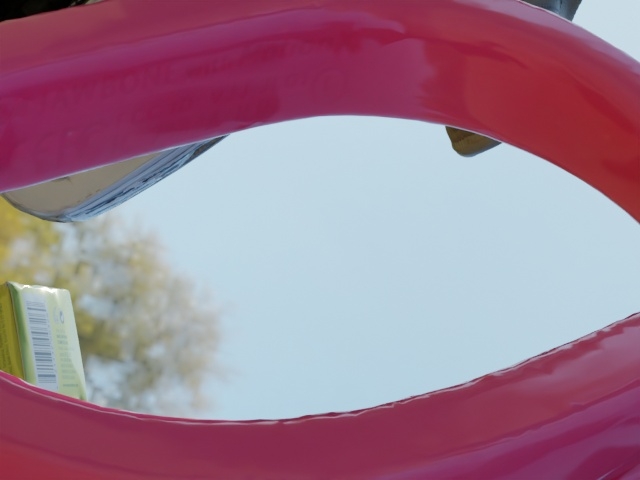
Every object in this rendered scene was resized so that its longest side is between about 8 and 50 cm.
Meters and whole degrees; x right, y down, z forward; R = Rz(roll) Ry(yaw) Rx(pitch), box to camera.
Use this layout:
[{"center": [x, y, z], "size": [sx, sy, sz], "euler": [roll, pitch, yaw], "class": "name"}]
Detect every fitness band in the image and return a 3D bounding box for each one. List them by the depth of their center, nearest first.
[{"center": [0.000, 0.000, 0.475], "size": [0.209, 0.291, 0.054], "euler": [41, -48, 35], "class": "fitness band"}]

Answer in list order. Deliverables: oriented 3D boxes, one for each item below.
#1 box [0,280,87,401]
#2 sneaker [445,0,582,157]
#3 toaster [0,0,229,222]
[{"center": [-0.227, 0.068, 0.818], "size": [0.087, 0.232, 0.058], "euler": [17, 63, -78], "class": "box"}, {"center": [0.091, -0.123, 0.930], "size": [0.066, 0.071, 0.188], "euler": [-28, -153, 47], "class": "sneaker"}, {"center": [-0.062, -0.096, 0.672], "size": [0.227, 0.129, 0.146], "euler": [-36, -171, 13], "class": "toaster"}]
